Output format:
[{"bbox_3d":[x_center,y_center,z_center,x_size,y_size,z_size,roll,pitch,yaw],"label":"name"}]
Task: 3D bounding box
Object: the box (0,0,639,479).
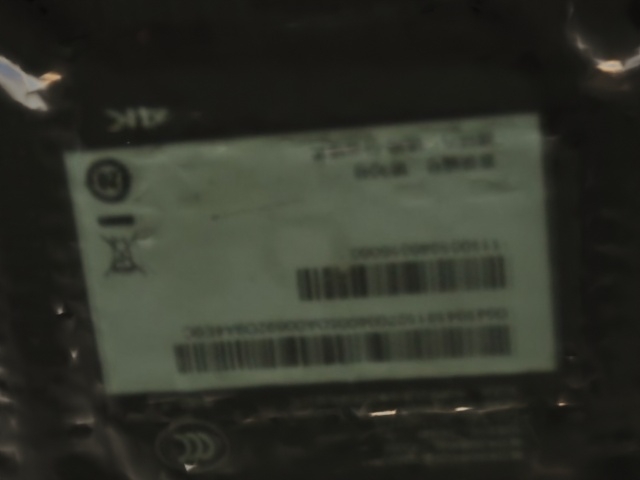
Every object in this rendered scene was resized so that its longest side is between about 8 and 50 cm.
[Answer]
[{"bbox_3d":[0.000,0.000,0.497,0.359,0.091,0.350,-3,-68,8],"label":"box"}]
